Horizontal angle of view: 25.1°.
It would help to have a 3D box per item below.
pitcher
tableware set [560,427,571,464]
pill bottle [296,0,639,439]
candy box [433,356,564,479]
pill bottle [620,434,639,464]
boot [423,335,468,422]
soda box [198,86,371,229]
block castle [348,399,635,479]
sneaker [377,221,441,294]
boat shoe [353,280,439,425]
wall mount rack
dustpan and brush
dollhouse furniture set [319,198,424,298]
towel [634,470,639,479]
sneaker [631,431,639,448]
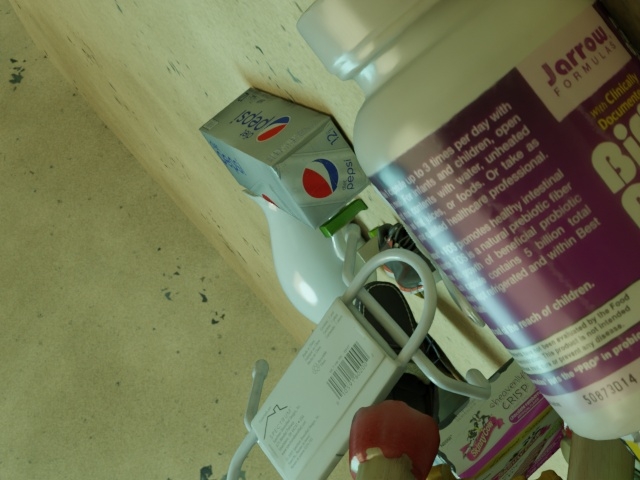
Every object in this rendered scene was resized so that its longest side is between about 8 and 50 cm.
[{"bbox_3d":[0.000,0.000,1.853,0.207,0.125,0.178,63,156,-4],"label":"pitcher"},{"bbox_3d":[0.299,0.252,1.525,0.141,0.020,0.169,118,131,-70],"label":"tableware set"},{"bbox_3d":[0.126,-0.047,0.838,0.301,0.169,0.169,51,171,-3],"label":"pill bottle"},{"bbox_3d":[0.199,0.223,1.597,0.071,0.159,0.233,45,170,23],"label":"candy box"},{"bbox_3d":[0.275,0.136,1.047,0.184,0.103,0.103,52,171,-9],"label":"pill bottle"},{"bbox_3d":[0.143,0.189,1.978,0.219,0.082,0.106,44,172,46],"label":"boot"},{"bbox_3d":[-0.047,-0.103,1.709,0.098,0.091,0.286,54,171,-23],"label":"soda box"},{"bbox_3d":[0.236,0.313,1.350,0.453,0.303,0.213,55,-147,-31],"label":"block castle"},{"bbox_3d":[0.096,0.014,1.595,0.065,0.061,0.158,62,167,-16],"label":"sneaker"},{"bbox_3d":[0.095,0.169,1.714,0.092,0.102,0.285,117,153,-58],"label":"boat shoe"},{"bbox_3d":[0.017,0.140,1.525,0.130,0.350,0.304,18,-156,-45],"label":"wall mount rack"},{"bbox_3d":[0.109,-0.008,1.421,0.211,0.060,0.147,48,171,13],"label":"dustpan and brush"},{"bbox_3d":[0.069,0.025,1.756,0.152,0.058,0.076,52,171,-8],"label":"dollhouse furniture set"},{"bbox_3d":[0.347,0.285,1.538,0.110,0.027,0.148,54,171,-24],"label":"towel"},{"bbox_3d":[0.342,0.174,0.906,0.319,0.112,0.131,40,141,-6],"label":"sneaker"}]
